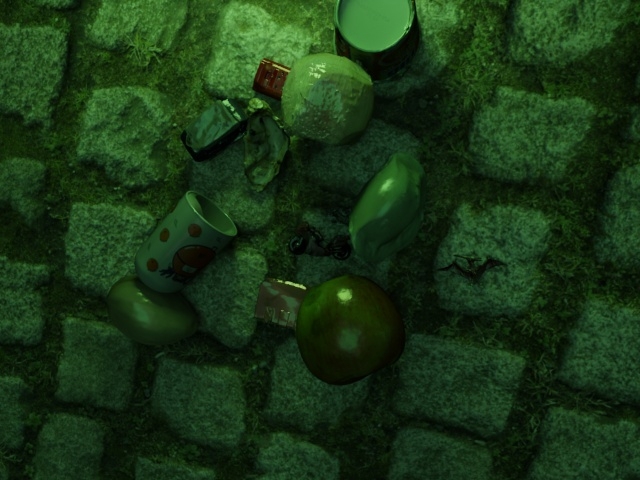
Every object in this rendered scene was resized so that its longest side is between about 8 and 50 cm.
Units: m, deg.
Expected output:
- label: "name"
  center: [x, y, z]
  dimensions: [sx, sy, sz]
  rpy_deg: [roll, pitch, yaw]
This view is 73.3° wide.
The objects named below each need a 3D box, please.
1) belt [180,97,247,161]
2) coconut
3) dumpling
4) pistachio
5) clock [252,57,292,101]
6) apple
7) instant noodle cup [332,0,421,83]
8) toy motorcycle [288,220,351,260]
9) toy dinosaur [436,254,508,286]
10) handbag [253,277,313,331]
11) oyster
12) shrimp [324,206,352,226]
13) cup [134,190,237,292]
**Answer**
- label: "belt"
  center: [-0.346, -0.359, 1.436]
  dimensions: [0.230, 0.139, 0.126]
  rpy_deg: [-35, 87, 5]
- label: "coconut"
  center: [0.024, -0.425, 1.301]
  dimensions: [0.296, 0.297, 0.255]
  rpy_deg: [14, 108, 8]
- label: "dumpling"
  center: [0.208, -0.110, 1.341]
  dimensions: [0.321, 0.270, 0.212]
  rpy_deg: [-46, 65, 14]
- label: "pistachio"
  center: [-0.585, 0.247, 1.503]
  dimensions: [0.331, 0.208, 0.226]
  rpy_deg: [31, 55, -1]
- label: "clock"
  center: [-0.140, -0.530, 1.432]
  dimensions: [0.155, 0.061, 0.113]
  rpy_deg: [23, 97, 5]
- label: "apple"
  center: [0.087, 0.271, 1.322]
  dimensions: [0.339, 0.339, 0.340]
  rpy_deg: [1, 95, 9]
- label: "instant noodle cup"
  center: [0.163, -0.647, 1.294]
  dimensions: [0.296, 0.214, 0.297]
  rpy_deg: [1, 95, 10]
- label: "toy motorcycle"
  center: [0.000, 0.000, 1.439]
  dimensions: [0.212, 0.084, 0.118]
  rpy_deg: [7, 94, 1]
- label: "toy dinosaur"
  center: [0.490, 0.095, 1.392]
  dimensions: [0.220, 0.032, 0.108]
  rpy_deg: [-8, 96, 12]
- label: "handbag"
  center: [-0.113, 0.224, 1.486]
  dimensions: [0.212, 0.059, 0.158]
  rpy_deg: [13, 95, 10]
- label: "oyster"
  center: [-0.196, -0.311, 1.438]
  dimensions: [0.166, 0.094, 0.295]
  rpy_deg: [17, 113, -14]
- label: "shrimp"
  center: [0.096, -0.074, 1.430]
  dimensions: [0.165, 0.057, 0.065]
  rpy_deg: [18, 64, 10]
- label: "cup"
  center: [-0.465, 0.018, 1.453]
  dimensions: [0.212, 0.212, 0.317]
  rpy_deg: [46, 102, 3]
